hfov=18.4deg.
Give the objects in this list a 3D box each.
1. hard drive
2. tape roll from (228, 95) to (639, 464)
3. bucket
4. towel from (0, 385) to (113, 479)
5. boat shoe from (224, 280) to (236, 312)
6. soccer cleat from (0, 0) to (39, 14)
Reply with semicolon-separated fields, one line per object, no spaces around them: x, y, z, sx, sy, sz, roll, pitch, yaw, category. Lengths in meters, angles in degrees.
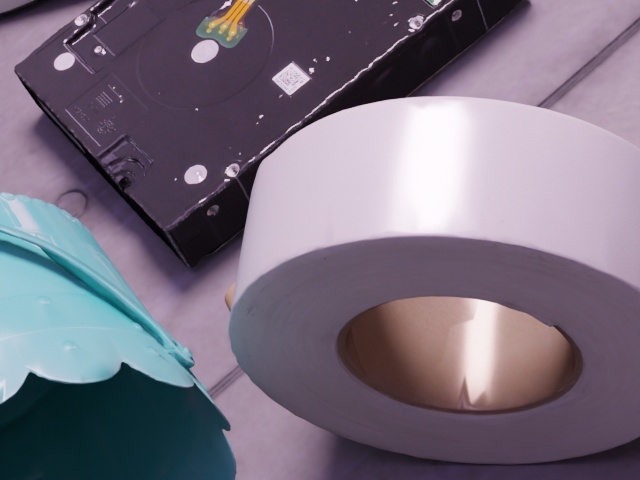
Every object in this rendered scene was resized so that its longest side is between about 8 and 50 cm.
-0.040;-0.160;1.520;0.339;0.064;0.237;-40;53;-8;hard drive
0.090;0.032;1.205;0.286;0.286;0.100;-3;56;18;tape roll
-0.212;0.116;1.222;0.281;0.281;0.183;-32;52;-3;bucket
-0.220;0.248;1.327;0.324;0.056;0.312;-36;56;-9;towel
0.000;0.000;1.397;0.170;0.063;0.059;-43;60;-10;boat shoe
-0.199;-0.273;1.621;0.318;0.116;0.108;-15;54;10;soccer cleat
